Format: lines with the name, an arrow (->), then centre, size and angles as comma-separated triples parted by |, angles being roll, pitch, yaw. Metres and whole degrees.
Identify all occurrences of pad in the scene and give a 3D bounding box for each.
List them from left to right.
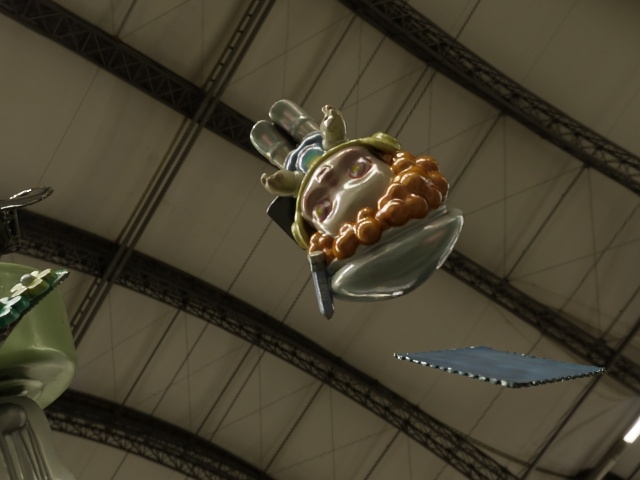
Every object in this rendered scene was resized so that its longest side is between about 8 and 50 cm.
pad -> 0.313, 0.219, 0.907 | 0.269, 0.270, 0.012 | 3, -93, -32

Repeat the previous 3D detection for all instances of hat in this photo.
hat -> -0.270, -0.009, 0.405 | 0.121, 0.121, 0.050 | -17, -80, -17

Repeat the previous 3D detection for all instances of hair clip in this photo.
hair clip -> -0.289, 0.076, 0.459 | 0.049, 0.172, 0.049 | 9, -48, 11

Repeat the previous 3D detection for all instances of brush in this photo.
brush -> 0.000, 0.000, 0.802 | 0.063, 0.016, 0.193 | -43, -81, 3

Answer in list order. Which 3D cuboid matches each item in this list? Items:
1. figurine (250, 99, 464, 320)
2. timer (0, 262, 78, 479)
figurine -> 0.047, -0.082, 0.742 | 0.225, 0.381, 0.205 | -32, -33, 12
timer -> -0.400, 0.231, 0.590 | 0.291, 0.315, 0.290 | -30, -18, -11
